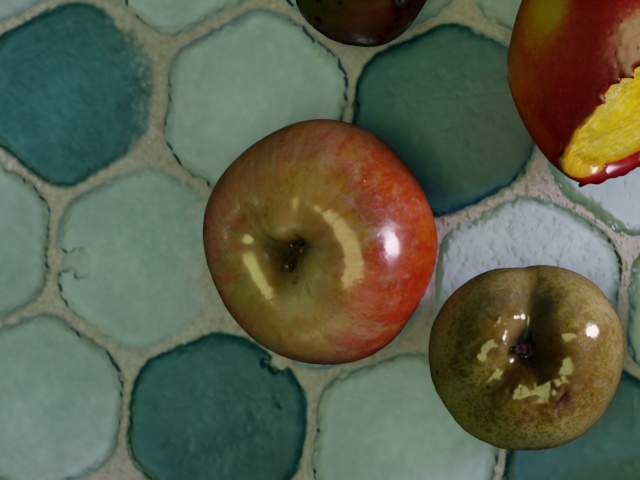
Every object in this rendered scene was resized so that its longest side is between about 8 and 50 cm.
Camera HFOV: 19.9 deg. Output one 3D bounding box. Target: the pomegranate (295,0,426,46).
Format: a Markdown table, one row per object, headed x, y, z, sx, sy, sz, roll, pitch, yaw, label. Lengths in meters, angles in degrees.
| x | y | z | sx | sy | sz | roll | pitch | yaw | label |
| --- | --- | --- | --- | --- | --- | --- | --- | --- | --- |
| 0.036 | -0.227 | 1.561 | 0.130 | 0.130 | 0.130 | 1 | 94 | 12 | pomegranate |

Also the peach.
| x | y | z | sx | sy | sz | roll | pitch | yaw | label |
| --- | --- | --- | --- | --- | --- | --- | --- | --- | --- |
| 0.253 | -0.152 | 1.478 | 0.196 | 0.190 | 0.226 | 12 | 90 | 1 | peach |

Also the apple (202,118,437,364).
| x | y | z | sx | sy | sz | roll | pitch | yaw | label |
| --- | --- | --- | --- | --- | --- | --- | --- | --- | --- |
| 0.000 | 0.000 | 1.557 | 0.209 | 0.164 | 0.209 | 3 | 97 | 23 | apple |

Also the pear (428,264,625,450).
| x | y | z | sx | sy | sz | roll | pitch | yaw | label |
| --- | --- | --- | --- | --- | --- | --- | --- | --- | --- |
| 0.172 | 0.098 | 1.539 | 0.167 | 0.136 | 0.167 | 0 | 89 | 11 | pear |
